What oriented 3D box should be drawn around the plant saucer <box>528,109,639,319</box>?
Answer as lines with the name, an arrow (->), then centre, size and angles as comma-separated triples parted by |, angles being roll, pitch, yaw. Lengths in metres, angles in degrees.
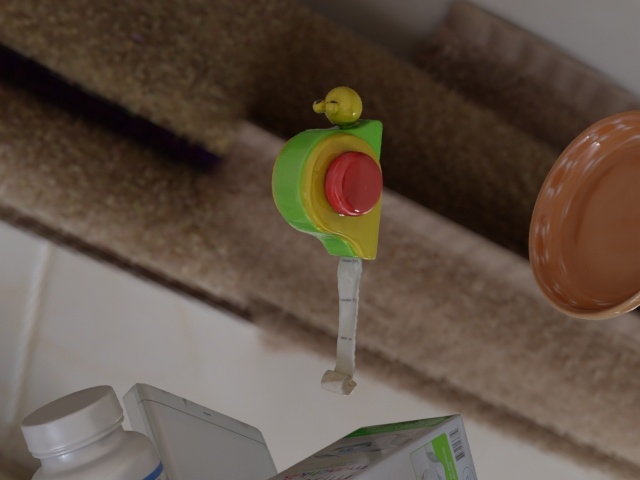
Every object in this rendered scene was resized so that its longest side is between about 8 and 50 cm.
plant saucer -> 0.273, -0.021, 1.454 | 0.200, 0.037, 0.200 | -31, -131, 42

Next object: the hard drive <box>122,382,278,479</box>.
hard drive -> -0.118, 0.349, 2.043 | 0.233, 0.353, 0.047 | 28, 115, -39

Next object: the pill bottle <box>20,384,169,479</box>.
pill bottle -> -0.195, 0.252, 1.467 | 0.124, 0.221, 0.124 | -20, -171, 3

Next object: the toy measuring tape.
toy measuring tape -> 0.000, 0.000, 1.688 | 0.121, 0.121, 0.330 | -7, 103, -78

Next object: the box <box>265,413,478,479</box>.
box -> 0.062, 0.318, 1.451 | 0.231, 0.127, 0.262 | -20, 97, -56
